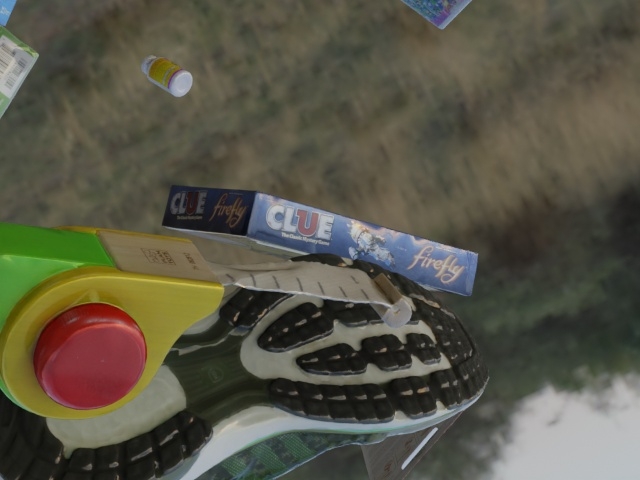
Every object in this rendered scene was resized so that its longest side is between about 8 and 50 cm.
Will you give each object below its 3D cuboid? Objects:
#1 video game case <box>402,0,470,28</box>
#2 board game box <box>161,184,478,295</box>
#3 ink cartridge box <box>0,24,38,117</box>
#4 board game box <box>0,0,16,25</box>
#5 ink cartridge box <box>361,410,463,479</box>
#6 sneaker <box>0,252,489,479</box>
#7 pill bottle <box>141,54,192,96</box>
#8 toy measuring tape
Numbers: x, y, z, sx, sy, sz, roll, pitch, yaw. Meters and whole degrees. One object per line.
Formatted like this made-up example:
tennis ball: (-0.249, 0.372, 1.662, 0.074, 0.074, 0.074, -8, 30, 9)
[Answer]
video game case: (0.108, -0.299, 1.686, 0.157, 0.143, 0.019, -42, -164, 54)
board game box: (0.000, 0.000, 1.507, 0.243, 0.042, 0.165, 15, 175, -32)
ink cartridge box: (-0.427, -0.183, 1.982, 0.209, 0.062, 0.109, -8, -131, 57)
board game box: (-0.407, -0.378, 2.036, 0.160, 0.212, 0.039, 18, 173, 40)
ink cartridge box: (0.134, 0.251, 2.148, 0.181, 0.056, 0.225, -50, -165, 9)
sneaker: (-0.068, 0.132, 1.233, 0.410, 0.158, 0.182, -10, 149, -27)
pill bottle: (-0.240, -0.258, 2.551, 0.043, 0.083, 0.043, -32, 139, -33)
toy measuring tape: (-0.101, 0.060, 1.053, 0.330, 0.121, 0.121, 7, 157, -30)
